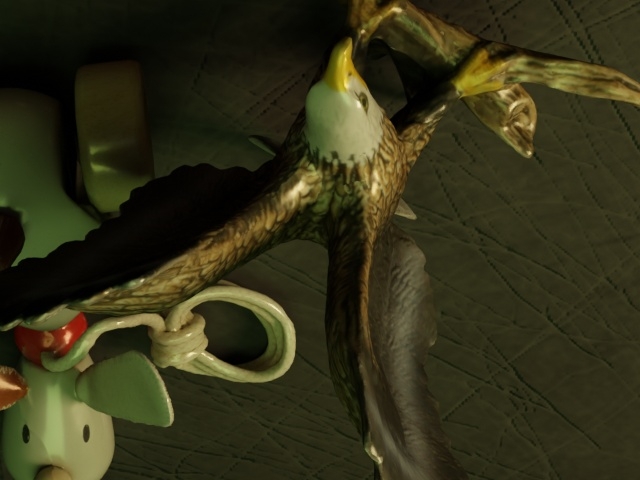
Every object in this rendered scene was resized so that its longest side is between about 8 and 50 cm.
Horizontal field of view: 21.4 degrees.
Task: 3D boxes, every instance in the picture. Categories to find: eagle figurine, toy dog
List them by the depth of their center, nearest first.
[{"bbox_3d":[-0.003,-0.007,0.822,0.226,0.298,0.225,2,144,38],"label":"eagle figurine"},{"bbox_3d":[-0.159,0.045,0.957,0.220,0.161,0.333,-18,129,13],"label":"toy dog"}]
